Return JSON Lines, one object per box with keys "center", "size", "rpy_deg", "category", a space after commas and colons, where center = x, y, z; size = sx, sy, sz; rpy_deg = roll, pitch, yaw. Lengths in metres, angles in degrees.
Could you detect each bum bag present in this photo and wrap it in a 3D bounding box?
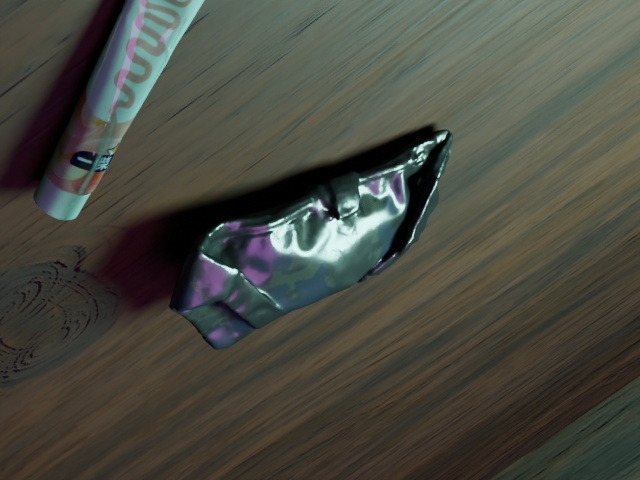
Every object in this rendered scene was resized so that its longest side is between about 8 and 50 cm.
{"center": [0.000, 0.000, 0.924], "size": [0.310, 0.074, 0.137], "rpy_deg": [-24, 139, -27], "category": "bum bag"}

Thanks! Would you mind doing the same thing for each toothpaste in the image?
{"center": [-0.131, -0.100, 0.685], "size": [0.056, 0.036, 0.205], "rpy_deg": [3, 131, -45], "category": "toothpaste"}
